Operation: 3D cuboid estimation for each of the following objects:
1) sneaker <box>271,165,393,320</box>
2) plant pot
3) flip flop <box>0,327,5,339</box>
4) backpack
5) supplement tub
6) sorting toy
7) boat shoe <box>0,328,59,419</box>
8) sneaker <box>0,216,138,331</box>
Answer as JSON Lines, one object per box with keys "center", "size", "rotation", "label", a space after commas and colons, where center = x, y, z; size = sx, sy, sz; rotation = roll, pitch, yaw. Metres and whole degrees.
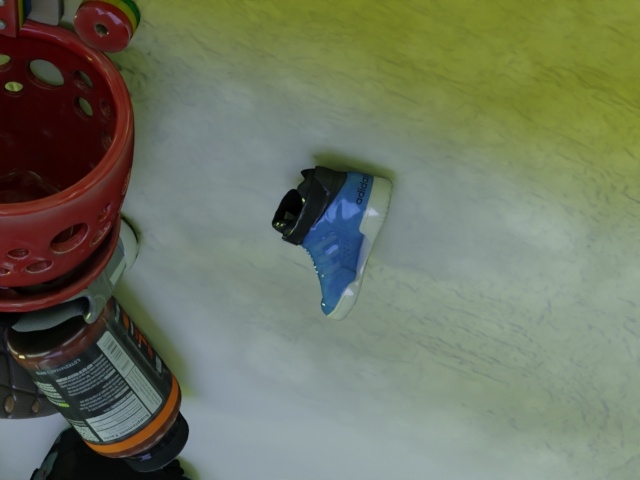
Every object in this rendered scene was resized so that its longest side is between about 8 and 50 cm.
{"center": [0.000, -0.001, 1.419], "size": [0.085, 0.058, 0.152], "rotation": [15, 137, -3], "label": "sneaker"}
{"center": [-0.243, -0.049, 1.370], "size": [0.191, 0.191, 0.174], "rotation": [18, 145, 3], "label": "plant pot"}
{"center": [-0.388, -0.003, 1.567], "size": [0.112, 0.080, 0.277], "rotation": [-42, 108, 10], "label": "flip flop"}
{"center": [-0.233, 0.300, 1.816], "size": [0.166, 0.144, 0.188], "rotation": [24, 145, -13], "label": "backpack"}
{"center": [-0.197, 0.129, 1.625], "size": [0.106, 0.106, 0.198], "rotation": [-6, 135, 30], "label": "supplement tub"}
{"center": [-0.269, -0.217, 1.296], "size": [0.275, 0.046, 0.132], "rotation": [16, 141, 6], "label": "sorting toy"}
{"center": [-0.383, 0.082, 1.664], "size": [0.324, 0.123, 0.116], "rotation": [21, 176, -15], "label": "boat shoe"}
{"center": [-0.276, 0.003, 1.488], "size": [0.229, 0.132, 0.086], "rotation": [22, 142, -3], "label": "sneaker"}
